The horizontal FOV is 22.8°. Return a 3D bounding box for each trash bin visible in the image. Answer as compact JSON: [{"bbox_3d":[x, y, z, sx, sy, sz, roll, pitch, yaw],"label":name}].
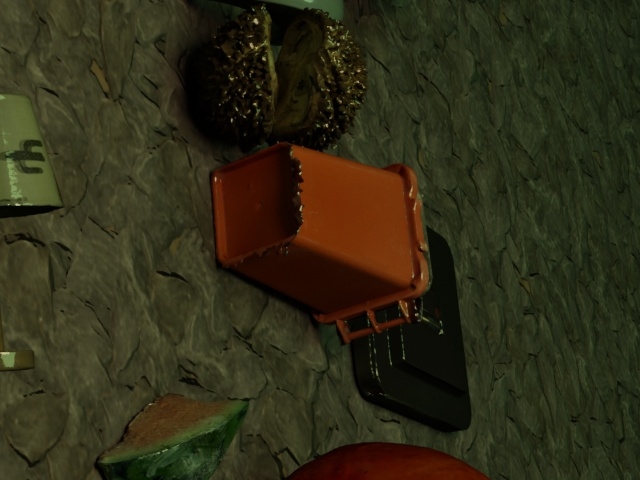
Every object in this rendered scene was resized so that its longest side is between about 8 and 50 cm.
[{"bbox_3d":[0.000,0.000,1.709,0.239,0.161,0.184,18,59,-51],"label":"trash bin"}]

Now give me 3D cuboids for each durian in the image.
[{"bbox_3d":[-0.046,-0.158,1.685,0.196,0.196,0.167,52,32,-37],"label":"durian"}]

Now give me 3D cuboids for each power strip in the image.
[{"bbox_3d":[-0.048,-0.263,1.747,0.216,0.137,0.044,29,68,-67],"label":"power strip"}]

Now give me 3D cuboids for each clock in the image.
[{"bbox_3d":[0.117,0.088,1.993,0.279,0.049,0.273,29,50,-56],"label":"clock"}]

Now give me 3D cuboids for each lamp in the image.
[{"bbox_3d":[-0.259,-0.005,1.232,0.121,0.121,0.214,5,80,-62],"label":"lamp"}]

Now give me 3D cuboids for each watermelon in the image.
[{"bbox_3d":[-0.141,0.198,1.434,0.155,0.080,0.101,-26,134,-66],"label":"watermelon"}]

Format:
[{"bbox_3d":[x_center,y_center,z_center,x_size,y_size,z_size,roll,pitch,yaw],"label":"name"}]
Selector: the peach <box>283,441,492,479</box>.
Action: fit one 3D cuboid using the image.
[{"bbox_3d":[0.075,0.357,1.492,0.372,0.373,0.290,-58,159,-57],"label":"peach"}]
